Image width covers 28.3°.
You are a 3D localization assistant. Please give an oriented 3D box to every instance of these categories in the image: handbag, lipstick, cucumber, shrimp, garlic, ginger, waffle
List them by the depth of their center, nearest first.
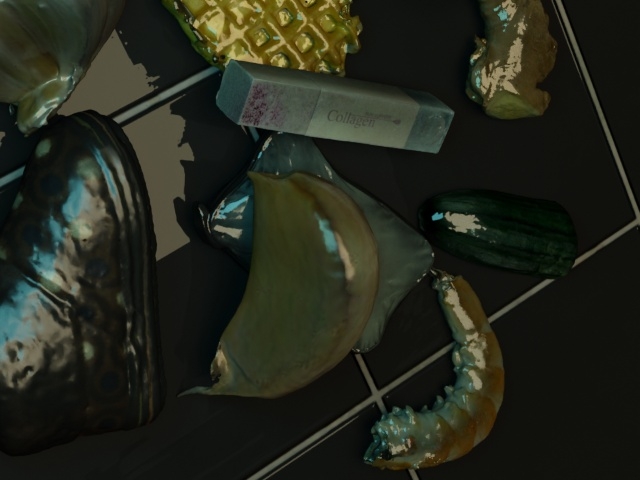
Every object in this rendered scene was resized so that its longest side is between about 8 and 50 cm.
[{"bbox_3d":[-0.340,-0.279,1.417,0.237,0.210,0.292,-20,113,13],"label":"garlic"},{"bbox_3d":[-0.036,0.079,1.555,0.196,0.151,0.338,22,112,7],"label":"garlic"},{"bbox_3d":[-0.068,-0.296,1.571,0.280,0.060,0.262,2,95,-26],"label":"waffle"},{"bbox_3d":[0.023,-0.166,1.589,0.317,0.068,0.066,5,118,-37],"label":"lipstick"},{"bbox_3d":[-0.002,-0.002,1.638,0.332,0.075,0.192,40,82,-28],"label":"handbag"},{"bbox_3d":[0.262,-0.274,1.732,0.137,0.074,0.213,0,90,-26],"label":"ginger"},{"bbox_3d":[0.179,0.195,1.748,0.185,0.068,0.287,23,84,-28],"label":"shrimp"},{"bbox_3d":[0.249,-0.011,1.762,0.243,0.063,0.115,7,92,-25],"label":"cucumber"}]

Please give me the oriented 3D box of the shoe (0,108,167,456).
[{"bbox_3d":[-0.313,0.053,1.433,0.237,0.171,0.384,-12,109,-28],"label":"shoe"}]
